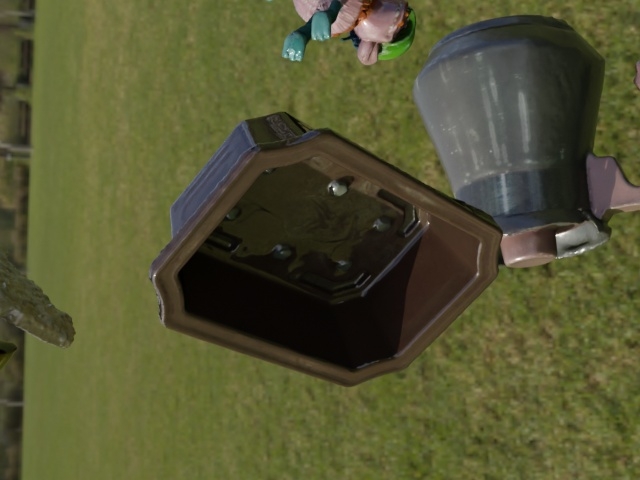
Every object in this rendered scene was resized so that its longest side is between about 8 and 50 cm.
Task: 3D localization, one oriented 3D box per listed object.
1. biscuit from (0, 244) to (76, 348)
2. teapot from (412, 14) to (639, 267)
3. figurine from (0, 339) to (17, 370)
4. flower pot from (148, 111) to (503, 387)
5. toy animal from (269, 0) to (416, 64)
[{"bbox_3d":[-0.346,0.018,0.974,0.250,0.133,0.032,38,94,37],"label":"biscuit"},{"bbox_3d":[0.341,-0.146,1.538,0.376,0.306,0.361,-11,77,25],"label":"teapot"},{"bbox_3d":[-0.399,0.165,0.868,0.326,0.169,0.218,54,-141,-66],"label":"figurine"},{"bbox_3d":[0.000,0.000,0.709,0.179,0.251,0.084,-48,43,19],"label":"flower pot"},{"bbox_3d":[0.012,-0.207,0.894,0.208,0.103,0.100,-25,-63,-61],"label":"toy animal"}]
